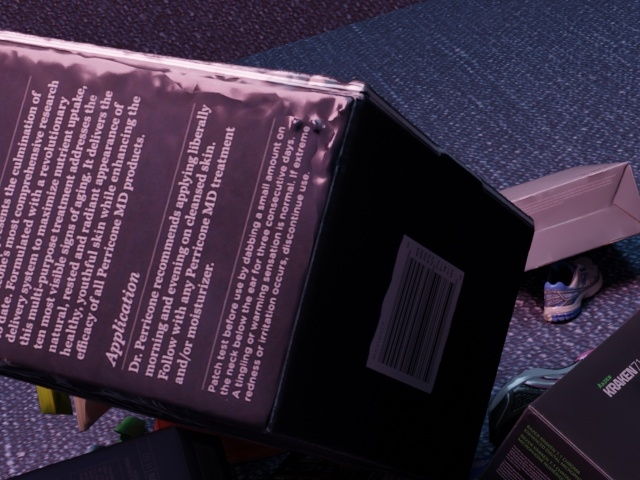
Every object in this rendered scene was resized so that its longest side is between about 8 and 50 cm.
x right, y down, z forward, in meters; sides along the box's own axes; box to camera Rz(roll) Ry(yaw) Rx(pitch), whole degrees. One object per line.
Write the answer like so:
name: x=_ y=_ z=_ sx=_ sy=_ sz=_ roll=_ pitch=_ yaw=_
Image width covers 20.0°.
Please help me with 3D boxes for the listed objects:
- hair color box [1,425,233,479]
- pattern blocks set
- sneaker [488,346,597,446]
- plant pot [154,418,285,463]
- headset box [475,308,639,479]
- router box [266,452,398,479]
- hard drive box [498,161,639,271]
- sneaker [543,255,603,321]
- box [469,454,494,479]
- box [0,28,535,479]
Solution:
hair color box: x=-0.278 y=0.291 z=1.765 sx=0.375 sy=0.113 sz=0.185 roll=-18 pitch=-12 yaw=7
pattern blocks set: x=-0.250 y=0.110 z=2.060 sx=0.026 sy=0.324 sz=0.285 roll=1 pitch=30 yaw=18
sneaker: x=0.260 y=0.171 z=1.910 sx=0.178 sy=0.072 sz=0.077 roll=-27 pitch=34 yaw=-13
plant pot: x=-0.099 y=0.077 z=2.110 sx=0.272 sy=0.265 sz=0.272 roll=-13 pitch=22 yaw=6
headset box: x=0.244 y=0.191 z=1.550 sx=0.131 sy=0.283 sz=0.246 roll=42 pitch=46 yaw=16
router box: x=0.013 y=0.251 z=1.914 sx=0.122 sy=0.038 sz=0.092 roll=-2 pitch=26 yaw=30
hard drive box: x=0.283 y=-0.029 z=2.263 sx=0.181 sy=0.089 sz=0.232 roll=-18 pitch=4 yaw=-5
sneaker: x=0.305 y=0.045 z=2.197 sx=0.052 sy=0.058 sz=0.135 roll=-4 pitch=23 yaw=27
box: x=0.169 y=0.262 z=1.777 sx=0.109 sy=0.042 sz=0.178 roll=-14 pitch=22 yaw=4
box: x=-0.116 y=0.022 z=1.686 sx=0.472 sy=0.297 sz=0.480 roll=13 pitch=-7 yaw=26
